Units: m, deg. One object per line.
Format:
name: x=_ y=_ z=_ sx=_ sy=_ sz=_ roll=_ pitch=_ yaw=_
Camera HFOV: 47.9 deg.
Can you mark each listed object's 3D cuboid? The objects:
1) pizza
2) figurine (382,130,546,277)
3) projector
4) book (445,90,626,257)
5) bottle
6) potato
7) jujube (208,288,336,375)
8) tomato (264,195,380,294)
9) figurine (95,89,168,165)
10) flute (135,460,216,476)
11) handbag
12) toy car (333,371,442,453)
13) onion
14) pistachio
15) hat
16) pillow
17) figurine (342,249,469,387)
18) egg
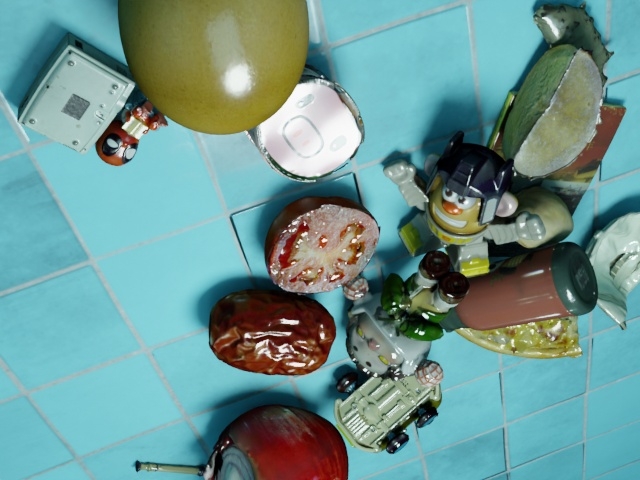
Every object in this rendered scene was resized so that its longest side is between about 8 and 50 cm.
pizza: x=0.460 y=0.168 z=1.606 sx=0.324 sy=0.089 sz=0.223 roll=13 pitch=115 yaw=-7
figurine: x=0.255 y=-0.069 z=1.317 sx=0.309 sy=0.143 sz=0.308 roll=7 pitch=139 yaw=6
projector: x=-0.361 y=-0.211 z=1.068 sx=0.115 sy=0.061 sz=0.147 roll=27 pitch=115 yaw=-36
book: x=0.425 y=-0.116 z=1.451 sx=0.263 sy=0.028 sz=0.373 roll=3 pitch=126 yaw=-19
bottle: x=0.373 y=0.110 z=1.463 sx=0.336 sy=0.143 sz=0.144 roll=-20 pitch=140 yaw=40
potato: x=0.419 y=-0.227 z=1.281 sx=0.138 sy=0.098 sz=0.243 roll=13 pitch=117 yaw=-25
jujube: x=-0.094 y=0.179 z=1.413 sx=0.251 sy=0.174 sz=0.174 roll=8 pitch=124 yaw=-12
tomato: x=-0.003 y=-0.001 z=1.350 sx=0.225 sy=0.085 sz=0.224 roll=-12 pitch=131 yaw=-15
figurine: x=-0.299 y=-0.171 z=1.116 sx=0.140 sy=0.075 sz=0.068 roll=-35 pitch=133 yaw=23
flute: x=-0.323 y=0.543 z=1.707 sx=0.233 sy=0.027 sz=0.027 roll=15 pitch=120 yaw=-29
handbag: x=-0.032 y=-0.190 z=1.167 sx=0.179 sy=0.116 sz=0.205 roll=-36 pitch=129 yaw=8
toy car: x=0.164 y=0.371 z=1.658 sx=0.248 sy=0.204 sz=0.198 roll=-42 pitch=156 yaw=1
onion: x=-0.089 y=0.515 z=1.594 sx=0.342 sy=0.341 sz=0.341 roll=-10 pitch=130 yaw=-12
pistachio: x=0.422 y=-0.039 z=1.410 sx=0.185 sy=0.124 sz=0.124 roll=20 pitch=118 yaw=-38
hat: x=0.691 y=0.062 z=1.635 sx=0.258 sy=0.168 sz=0.301 roll=-48 pitch=153 yaw=0
pillow: x=0.457 y=-0.340 z=1.267 sx=0.093 sy=0.051 sz=0.241 roll=-41 pitch=126 yaw=10
figurine: x=0.166 y=0.157 z=1.440 sx=0.167 sy=0.281 sz=0.370 roll=-29 pitch=161 yaw=-37
egg: x=-0.140 y=-0.297 z=0.953 sx=0.250 sy=0.250 sz=0.322 roll=-11 pitch=126 yaw=-12
